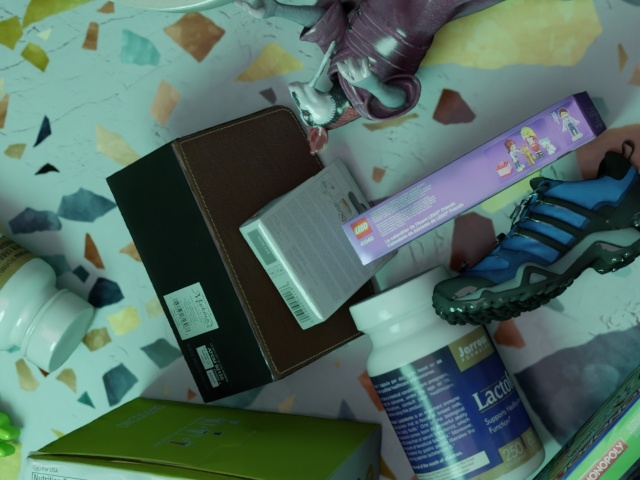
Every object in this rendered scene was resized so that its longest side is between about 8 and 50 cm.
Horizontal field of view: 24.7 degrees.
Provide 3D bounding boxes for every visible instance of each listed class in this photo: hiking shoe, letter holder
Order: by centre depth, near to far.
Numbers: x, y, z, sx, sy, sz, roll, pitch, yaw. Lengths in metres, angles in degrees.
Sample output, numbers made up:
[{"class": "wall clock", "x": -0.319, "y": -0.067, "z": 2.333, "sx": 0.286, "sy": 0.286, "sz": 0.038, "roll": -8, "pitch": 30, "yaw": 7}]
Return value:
[{"class": "hiking shoe", "x": 0.250, "y": 0.000, "z": 1.680, "sx": 0.304, "sy": 0.113, "sz": 0.132, "roll": -22, "pitch": 75, "yaw": -16}, {"class": "letter holder", "x": -0.085, "y": 0.011, "z": 1.788, "sx": 0.152, "sy": 0.214, "sz": 0.302, "roll": -23, "pitch": 91, "yaw": 48}]

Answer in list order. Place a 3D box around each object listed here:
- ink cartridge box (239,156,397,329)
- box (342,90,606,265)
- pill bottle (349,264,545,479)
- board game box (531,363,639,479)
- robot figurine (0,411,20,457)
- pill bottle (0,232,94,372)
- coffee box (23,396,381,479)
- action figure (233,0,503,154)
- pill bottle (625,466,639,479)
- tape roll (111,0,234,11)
[{"class": "ink cartridge box", "x": 0.000, "y": 0.000, "z": 1.741, "sx": 0.045, "sy": 0.179, "sz": 0.145, "roll": -26, "pitch": 100, "yaw": 41}, {"class": "box", "x": 0.180, "y": -0.074, "z": 1.668, "sx": 0.293, "sy": 0.201, "sz": 0.057, "roll": -29, "pitch": 89, "yaw": 16}, {"class": "pill bottle", "x": 0.145, "y": 0.171, "z": 1.731, "sx": 0.153, "sy": 0.153, "sz": 0.264, "roll": -26, "pitch": 90, "yaw": 16}, {"class": "board game box", "x": 0.330, "y": 0.225, "z": 1.660, "sx": 0.046, "sy": 0.213, "sz": 0.317, "roll": 41, "pitch": 104, "yaw": 7}, {"class": "robot figurine", "x": -0.458, "y": 0.250, "z": 1.938, "sx": 0.115, "sy": 0.067, "sz": 0.101, "roll": 18, "pitch": 95, "yaw": 12}, {"class": "pill bottle", "x": -0.412, "y": 0.066, "z": 1.871, "sx": 0.229, "sy": 0.131, "sz": 0.131, "roll": 32, "pitch": 103, "yaw": 8}, {"class": "coffee box", "x": -0.133, "y": 0.390, "z": 1.733, "sx": 0.338, "sy": 0.337, "sz": 0.334, "roll": 5, "pitch": 97, "yaw": 14}, {"class": "action figure", "x": 0.085, "y": -0.256, "z": 1.713, "sx": 0.370, "sy": 0.276, "sz": 0.248, "roll": -57, "pitch": 48, "yaw": 31}, {"class": "pill bottle", "x": 0.392, "y": 0.327, "z": 1.670, "sx": 0.112, "sy": 0.187, "sz": 0.112, "roll": 2, "pitch": 98, "yaw": 14}, {"class": "tape roll", "x": -0.181, "y": -0.469, "z": 1.780, "sx": 0.392, "sy": 0.072, "sz": 0.392, "roll": 2, "pitch": 96, "yaw": 14}]
